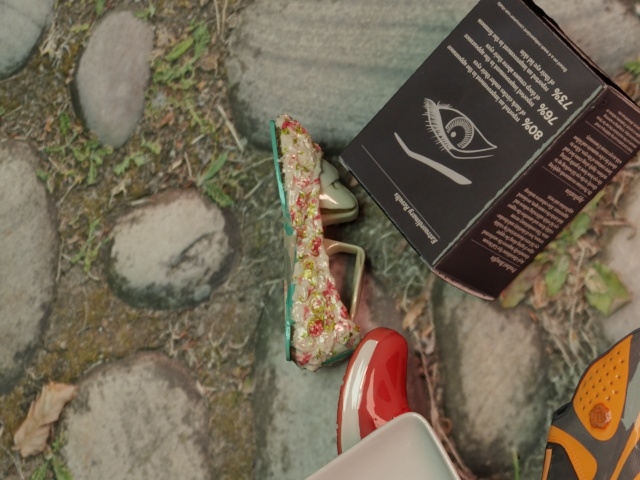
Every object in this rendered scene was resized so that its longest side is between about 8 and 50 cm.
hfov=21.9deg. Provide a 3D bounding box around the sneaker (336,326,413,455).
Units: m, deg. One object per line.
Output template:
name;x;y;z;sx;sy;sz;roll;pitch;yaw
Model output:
sneaker;0.082;0.185;1.345;0.128;0.087;0.221;5;89;28

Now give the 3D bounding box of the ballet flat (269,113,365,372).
ballet flat;0.000;0.000;1.468;0.077;0.091;0.241;-5;73;2

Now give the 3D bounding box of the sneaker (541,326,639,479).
sneaker;0.295;0.141;1.168;0.321;0.125;0.180;-7;71;33

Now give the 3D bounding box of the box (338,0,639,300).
box;0.144;-0.080;1.362;0.207;0.108;0.153;-47;54;14

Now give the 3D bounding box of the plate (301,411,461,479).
plate;0.048;0.311;1.288;0.277;0.045;0.278;-36;77;25
